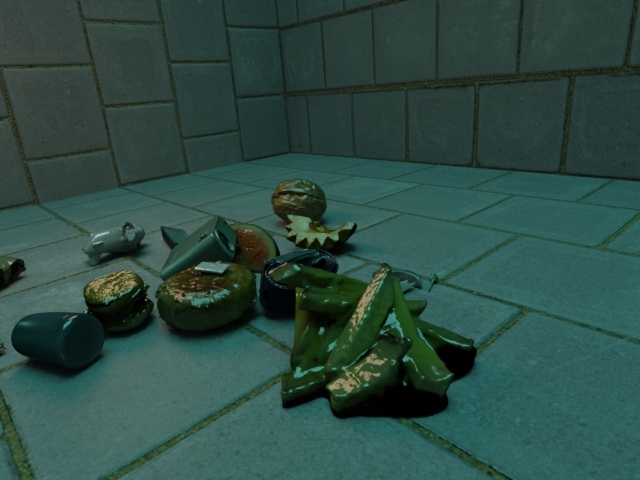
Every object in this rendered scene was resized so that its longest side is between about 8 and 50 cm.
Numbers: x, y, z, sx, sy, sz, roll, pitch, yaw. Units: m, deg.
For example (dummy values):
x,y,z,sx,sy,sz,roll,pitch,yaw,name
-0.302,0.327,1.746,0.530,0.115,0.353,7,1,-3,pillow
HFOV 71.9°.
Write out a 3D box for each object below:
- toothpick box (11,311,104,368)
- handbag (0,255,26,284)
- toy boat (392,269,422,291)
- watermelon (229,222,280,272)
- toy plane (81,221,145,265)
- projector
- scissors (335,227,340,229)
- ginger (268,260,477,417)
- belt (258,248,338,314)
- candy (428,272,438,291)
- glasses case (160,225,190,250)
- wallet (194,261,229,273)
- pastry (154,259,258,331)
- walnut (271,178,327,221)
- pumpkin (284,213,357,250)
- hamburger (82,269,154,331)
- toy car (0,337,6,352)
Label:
x,y,z,sx,sy,sz,roll,pitch,yaw,name
-0.600,0.220,1.000,0.184,0.120,0.120,0,20,22,toothpick box
-1.154,0.124,1.422,0.253,0.109,0.316,2,20,6,handbag
0.224,0.118,1.215,0.105,0.034,0.149,2,20,24,toy boat
-0.246,0.035,1.510,0.304,0.159,0.128,6,-16,24,watermelon
-0.772,0.006,1.665,0.245,0.117,0.244,-19,6,2,toy plane
-0.363,0.041,1.358,0.198,0.108,0.250,-37,19,4,projector
0.059,-0.035,1.719,0.119,0.014,0.058,-17,27,-22,scissors
0.081,0.163,0.875,0.414,0.211,0.358,7,25,29,ginger
-0.059,0.113,1.173,0.231,0.126,0.140,-22,49,-42,belt
0.307,0.118,1.220,0.023,0.025,0.083,22,35,18,candy
-0.550,0.006,1.713,0.105,0.056,0.266,12,9,-32,glasses case
-0.280,0.071,1.142,0.083,0.011,0.044,5,25,17,wallet
-0.288,0.147,1.139,0.257,0.120,0.235,1,24,9,pastry
-0.092,-0.165,1.863,0.245,0.198,0.198,2,20,13,walnut
0.000,0.000,1.552,0.254,0.149,0.130,7,65,18,pumpkin
-0.521,0.168,1.128,0.185,0.131,0.159,-22,33,-24,hamburger
-0.822,0.259,1.066,0.122,0.035,0.059,-5,18,25,toy car
